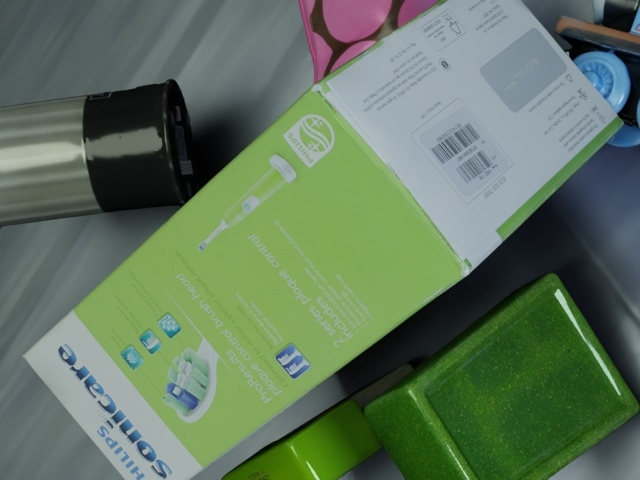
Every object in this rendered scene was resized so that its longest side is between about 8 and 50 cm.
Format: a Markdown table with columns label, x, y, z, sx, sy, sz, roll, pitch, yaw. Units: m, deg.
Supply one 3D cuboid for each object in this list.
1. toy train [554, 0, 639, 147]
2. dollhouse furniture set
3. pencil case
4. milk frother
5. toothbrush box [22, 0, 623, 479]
| label | x | y | z | sx | sy | sz | roll | pitch | yaw |
| --- | --- | --- | --- | --- | --- | --- | --- | --- | --- |
| toy train | 0.217 | -0.095 | 1.017 | 0.184 | 0.080 | 0.105 | 21 | 87 | 32 |
| dollhouse furniture set | 0.113 | 0.207 | 1.060 | 0.197 | 0.151 | 0.301 | -34 | 87 | 45 |
| pencil case | 0.020 | -0.172 | 1.130 | 0.098 | 0.095 | 0.209 | -13 | 77 | -4 |
| milk frother | -0.147 | -0.020 | 1.184 | 0.135 | 0.129 | 0.143 | -7 | 74 | 7 |
| toothbrush box | 0.000 | 0.000 | 1.006 | 0.122 | 0.206 | 0.283 | 52 | 129 | 0 |
